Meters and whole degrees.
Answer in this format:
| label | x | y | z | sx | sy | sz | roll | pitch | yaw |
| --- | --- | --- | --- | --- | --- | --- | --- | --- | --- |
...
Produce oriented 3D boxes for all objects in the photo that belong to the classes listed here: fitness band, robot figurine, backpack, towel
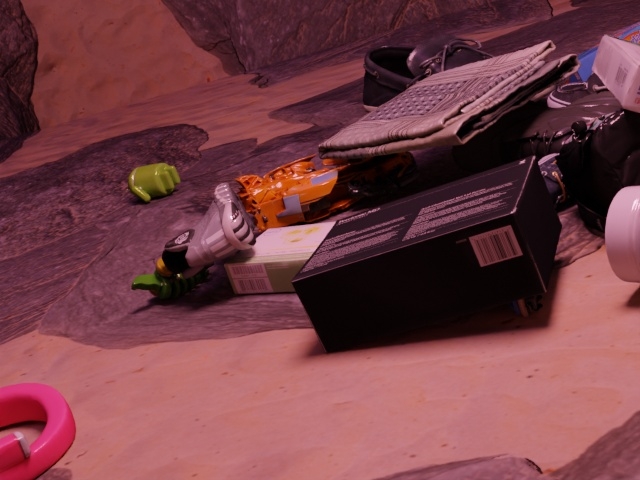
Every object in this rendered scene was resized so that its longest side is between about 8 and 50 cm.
| label | x | y | z | sx | sy | sz | roll | pitch | yaw |
| --- | --- | --- | --- | --- | --- | --- | --- | --- | --- |
| fitness band | -0.406 | 0.236 | 1.085 | 0.290 | 0.054 | 0.209 | -24 | 19 | -26 |
| robot figurine | -0.342 | -0.121 | 2.069 | 0.115 | 0.067 | 0.101 | -7 | 29 | 29 |
| backpack | 0.358 | -0.085 | 1.226 | 0.115 | 0.152 | 0.182 | -24 | 2 | -2 |
| robot figurine | 0.016 | -0.099 | 1.652 | 0.290 | 0.085 | 0.211 | -20 | 19 | -10 |
| towel | 0.191 | -0.213 | 1.556 | 0.312 | 0.056 | 0.324 | -33 | 19 | -34 |

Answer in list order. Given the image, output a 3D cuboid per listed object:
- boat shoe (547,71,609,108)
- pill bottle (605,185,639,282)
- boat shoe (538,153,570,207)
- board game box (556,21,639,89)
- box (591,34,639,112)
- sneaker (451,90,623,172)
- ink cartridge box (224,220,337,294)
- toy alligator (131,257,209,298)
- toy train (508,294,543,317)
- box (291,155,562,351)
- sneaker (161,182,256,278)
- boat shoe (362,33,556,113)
| label | x | y | z | sx | sy | sz | roll | pitch | yaw |
| --- | --- | --- | --- | --- | --- | --- | --- | --- | --- |
| boat shoe | 0.489 | -0.255 | 1.658 | 0.108 | 0.102 | 0.301 | -26 | 20 | -27 |
| pill bottle | 0.390 | -0.005 | 0.975 | 0.208 | 0.119 | 0.119 | 2 | 26 | 44 |
| boat shoe | 0.316 | -0.077 | 1.343 | 0.083 | 0.065 | 0.183 | -6 | 20 | 34 |
| board game box | 0.527 | -0.340 | 1.856 | 0.210 | 0.047 | 0.160 | -29 | 5 | -8 |
| box | 0.501 | -0.165 | 1.215 | 0.321 | 0.059 | 0.232 | 16 | 21 | 0 |
| sneaker | 0.326 | -0.147 | 1.494 | 0.286 | 0.109 | 0.130 | -10 | 25 | 25 |
| ink cartridge box | 0.000 | 0.000 | 1.425 | 0.171 | 0.056 | 0.235 | -5 | 23 | 34 |
| toy alligator | -0.189 | 0.046 | 1.475 | 0.051 | 0.056 | 0.189 | 45 | 42 | 19 |
| toy train | 0.226 | 0.043 | 1.130 | 0.036 | 0.027 | 0.158 | -15 | 17 | 16 |
| box | 0.124 | 0.014 | 1.142 | 0.261 | 0.103 | 0.184 | -18 | 18 | 25 |
| sneaker | -0.166 | -0.010 | 1.439 | 0.132 | 0.086 | 0.229 | -32 | 10 | 1 |
| boat shoe | 0.246 | -0.318 | 1.988 | 0.186 | 0.156 | 0.500 | -25 | 20 | -28 |
